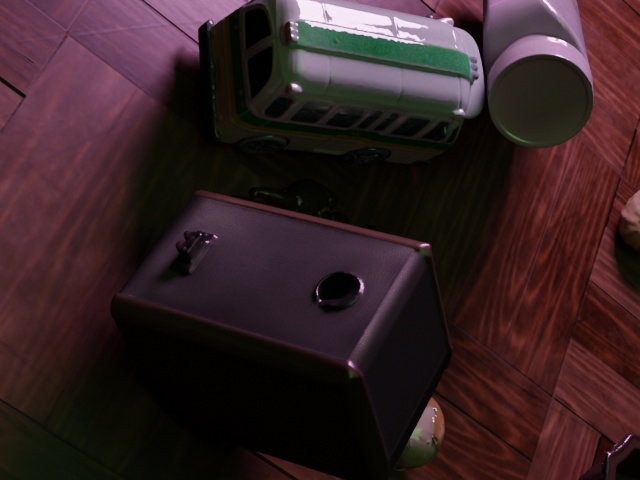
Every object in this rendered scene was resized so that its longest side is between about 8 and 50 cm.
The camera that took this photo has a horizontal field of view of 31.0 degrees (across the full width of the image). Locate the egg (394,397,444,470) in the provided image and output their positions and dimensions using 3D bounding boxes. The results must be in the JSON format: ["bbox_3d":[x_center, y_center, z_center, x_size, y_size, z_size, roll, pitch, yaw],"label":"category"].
[{"bbox_3d":[0.089,0.187,1.151,0.071,0.071,0.083,39,54,-18],"label":"egg"}]

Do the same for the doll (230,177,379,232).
[{"bbox_3d":[0.000,0.000,1.161,0.165,0.057,0.139,-16,83,-45],"label":"doll"}]

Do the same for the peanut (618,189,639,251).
[{"bbox_3d":[0.444,-0.054,1.460,0.187,0.082,0.082,-39,99,-35],"label":"peanut"}]

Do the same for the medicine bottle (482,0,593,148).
[{"bbox_3d":[0.236,-0.214,1.274,0.161,0.111,0.296,61,20,-27],"label":"medicine bottle"}]

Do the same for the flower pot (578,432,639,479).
[{"bbox_3d":[0.379,0.329,1.296,0.251,0.084,0.179,22,65,-26],"label":"flower pot"}]

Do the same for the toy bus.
[{"bbox_3d":[0.031,-0.161,1.163,0.276,0.165,0.133,3,75,-33],"label":"toy bus"}]

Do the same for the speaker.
[{"bbox_3d":[-0.025,0.080,0.983,0.153,0.231,0.192,-56,147,-33],"label":"speaker"}]
